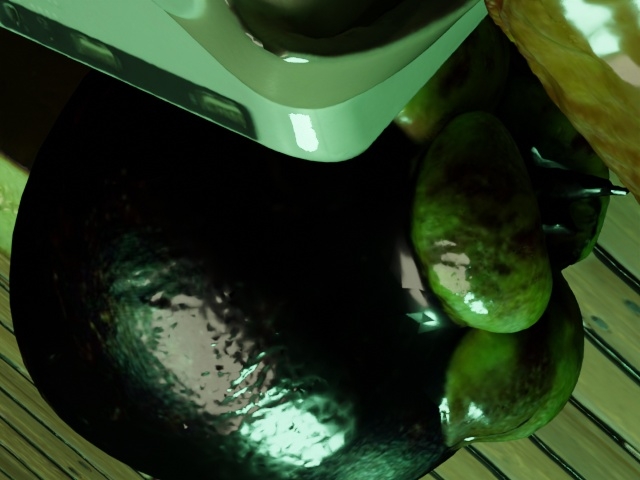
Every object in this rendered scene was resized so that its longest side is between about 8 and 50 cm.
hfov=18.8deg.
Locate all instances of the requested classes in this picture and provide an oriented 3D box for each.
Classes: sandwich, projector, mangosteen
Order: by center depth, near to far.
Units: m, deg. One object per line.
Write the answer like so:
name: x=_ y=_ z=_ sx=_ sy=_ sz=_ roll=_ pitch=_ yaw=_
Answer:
projector: x=-0.038 y=-0.151 z=0.637 sx=0.242 sy=0.163 sz=0.177 roll=27 pitch=153 yaw=32
mangosteen: x=0.000 y=0.000 z=0.789 sx=0.243 sy=0.243 sz=0.243 roll=30 pitch=153 yaw=17
sandwich: x=-0.149 y=-0.047 z=1.019 sx=0.258 sy=0.096 sz=0.094 roll=32 pitch=147 yaw=15

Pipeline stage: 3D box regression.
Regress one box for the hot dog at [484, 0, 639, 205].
hot dog: x=0.175 y=-0.031 z=0.567 sx=0.272 sy=0.122 sz=0.196 roll=43 pitch=138 yaw=-20
